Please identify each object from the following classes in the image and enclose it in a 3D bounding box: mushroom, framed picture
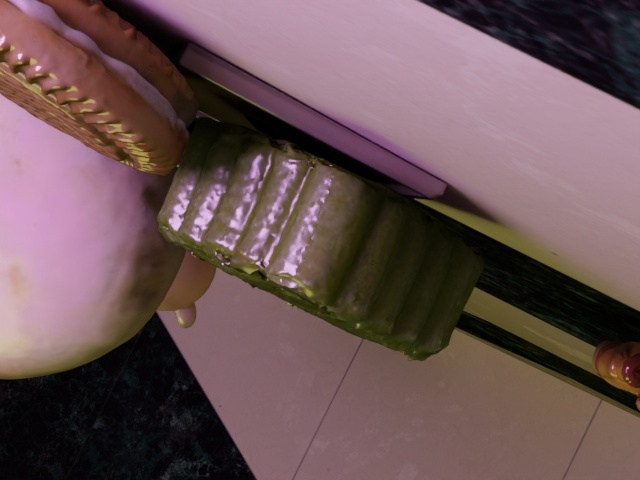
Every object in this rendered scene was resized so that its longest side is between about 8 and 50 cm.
[{"bbox_3d":[-0.313,-0.042,1.179,0.353,0.325,0.353,40,174,5],"label":"mushroom"},{"bbox_3d":[-0.040,-0.090,0.996,0.211,0.020,0.289,28,176,-16],"label":"framed picture"}]

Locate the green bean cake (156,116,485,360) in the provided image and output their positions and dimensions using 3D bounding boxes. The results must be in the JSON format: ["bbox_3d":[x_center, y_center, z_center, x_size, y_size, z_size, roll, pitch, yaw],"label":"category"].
[{"bbox_3d":[0.000,0.000,0.949,0.214,0.113,0.200,30,176,-43],"label":"green bean cake"}]

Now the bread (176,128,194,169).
[{"bbox_3d":[-0.163,-0.073,1.440,0.129,0.114,0.111,19,-178,-2],"label":"bread"}]

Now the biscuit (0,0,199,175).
[{"bbox_3d":[-0.193,-0.135,0.853,0.259,0.079,0.259,31,174,4],"label":"biscuit"}]

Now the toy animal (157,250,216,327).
[{"bbox_3d":[-0.255,0.010,1.974,0.278,0.246,0.345,-2,163,29],"label":"toy animal"}]

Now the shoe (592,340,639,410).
[{"bbox_3d":[0.311,0.126,1.154,0.109,0.072,0.069,27,-178,-12],"label":"shoe"}]
